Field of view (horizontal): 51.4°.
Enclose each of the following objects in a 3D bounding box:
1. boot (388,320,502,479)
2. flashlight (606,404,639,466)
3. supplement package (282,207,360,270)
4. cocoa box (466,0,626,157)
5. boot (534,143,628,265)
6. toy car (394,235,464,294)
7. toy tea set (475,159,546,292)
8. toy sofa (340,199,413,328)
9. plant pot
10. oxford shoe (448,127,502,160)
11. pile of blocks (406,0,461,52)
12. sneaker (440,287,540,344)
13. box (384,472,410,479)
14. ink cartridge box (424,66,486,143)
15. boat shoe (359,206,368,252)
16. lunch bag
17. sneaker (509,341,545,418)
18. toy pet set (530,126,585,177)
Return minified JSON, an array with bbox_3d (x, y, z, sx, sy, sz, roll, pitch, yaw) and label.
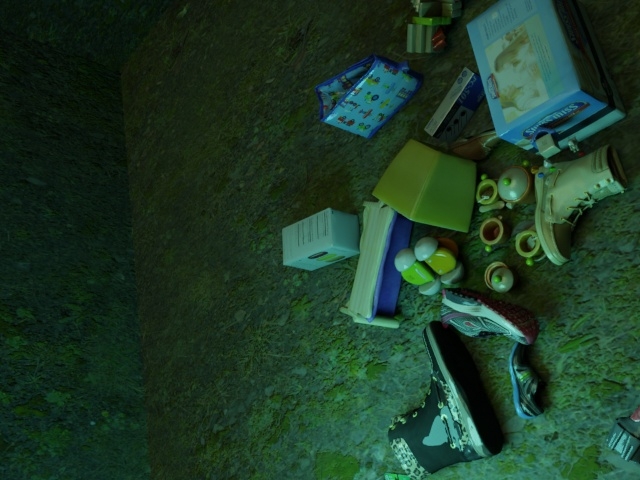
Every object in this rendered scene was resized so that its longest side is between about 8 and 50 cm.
[{"bbox_3d":[0.298,0.437,1.791,0.284,0.138,0.378,-42,58,35],"label":"boot"},{"bbox_3d":[0.697,0.315,1.396,0.103,0.103,0.304,23,106,8],"label":"flashlight"},{"bbox_3d":[0.000,0.000,2.218,0.244,0.139,0.134,-22,64,44],"label":"supplement package"},{"bbox_3d":[0.545,-0.422,1.634,0.231,0.227,0.348,-29,60,41],"label":"cocoa box"},{"bbox_3d":[0.618,-0.085,1.572,0.203,0.095,0.262,-20,57,45],"label":"boot"},{"bbox_3d":[0.310,0.053,1.873,0.182,0.159,0.136,-33,23,39],"label":"toy car"},{"bbox_3d":[0.473,-0.037,1.703,0.200,0.124,0.336,-20,66,44],"label":"toy tea set"},{"bbox_3d":[0.192,0.069,1.952,0.177,0.150,0.363,11,89,65],"label":"toy sofa"},{"bbox_3d":[0.305,-0.161,1.827,0.212,0.212,0.187,42,116,54],"label":"plant pot"},{"bbox_3d":[0.454,-0.265,1.834,0.212,0.076,0.076,-17,92,50],"label":"oxford shoe"},{"bbox_3d":[0.368,-0.720,1.964,0.112,0.148,0.363,27,101,48],"label":"pile of blocks"},{"bbox_3d":[0.432,0.207,1.709,0.299,0.120,0.112,21,106,56],"label":"sneaker"},{"bbox_3d":[0.210,0.755,1.880,0.105,0.043,0.179,-15,69,45],"label":"box"},{"bbox_3d":[0.393,-0.380,1.895,0.207,0.097,0.046,-57,45,22],"label":"ink cartridge box"},{"bbox_3d":[0.174,-0.013,2.071,0.073,0.080,0.224,-19,63,50],"label":"boat shoe"},{"bbox_3d":[0.164,-0.467,2.079,0.293,0.220,0.138,-30,60,41],"label":"lunch bag"},{"bbox_3d":[0.509,0.340,1.634,0.078,0.067,0.188,-13,68,24],"label":"sneaker"},{"bbox_3d":[0.539,-0.218,1.570,0.122,0.114,0.065,-30,58,33],"label":"toy pet set"}]
